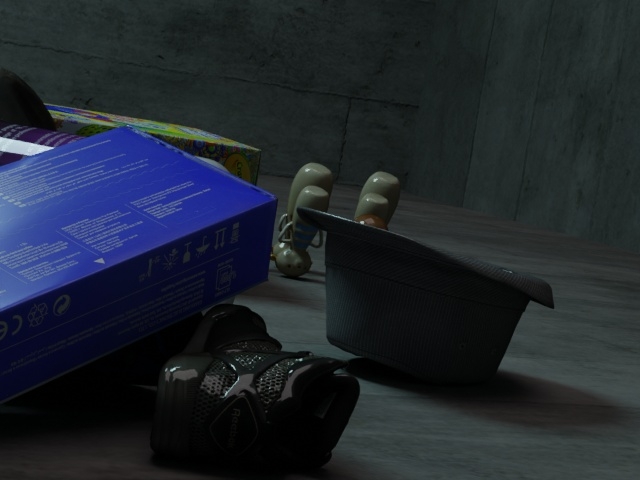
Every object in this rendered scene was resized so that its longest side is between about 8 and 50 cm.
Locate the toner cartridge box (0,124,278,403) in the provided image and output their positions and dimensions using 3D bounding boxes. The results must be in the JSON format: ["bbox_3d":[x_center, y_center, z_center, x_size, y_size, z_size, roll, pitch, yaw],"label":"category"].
[{"bbox_3d":[-0.204,0.018,1.159,0.165,0.075,0.348,25,32,33],"label":"toner cartridge box"}]

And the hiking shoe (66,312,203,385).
[{"bbox_3d":[-0.240,0.068,1.266,0.304,0.113,0.132,13,33,5],"label":"hiking shoe"}]

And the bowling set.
[{"bbox_3d":[0.000,0.000,2.202,0.287,0.154,0.200,8,24,-26],"label":"bowling set"}]

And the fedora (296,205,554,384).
[{"bbox_3d":[0.089,0.063,1.587,0.243,0.124,0.275,16,0,38],"label":"fedora"}]

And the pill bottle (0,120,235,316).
[{"bbox_3d":[-0.240,-0.007,1.468,0.322,0.182,0.181,11,6,18],"label":"pill bottle"}]

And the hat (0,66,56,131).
[{"bbox_3d":[-0.340,-0.092,1.700,0.331,0.134,0.331,10,-26,5],"label":"hat"}]

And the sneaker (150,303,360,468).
[{"bbox_3d":[-0.038,0.105,1.177,0.130,0.087,0.227,11,9,3],"label":"sneaker"}]

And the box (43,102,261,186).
[{"bbox_3d":[-0.254,-0.059,2.022,0.279,0.177,0.290,8,6,-20],"label":"box"}]
